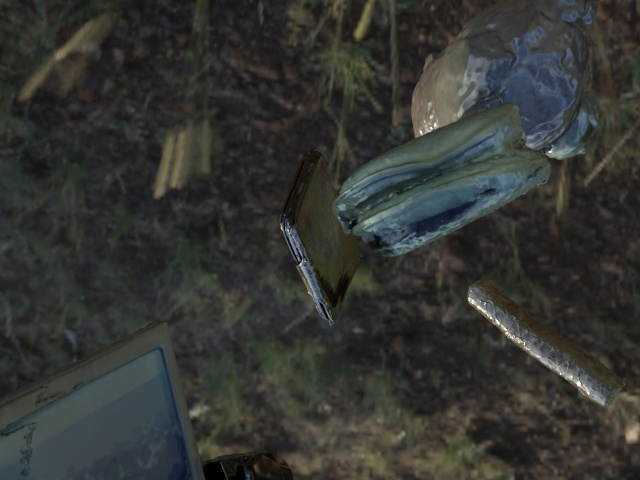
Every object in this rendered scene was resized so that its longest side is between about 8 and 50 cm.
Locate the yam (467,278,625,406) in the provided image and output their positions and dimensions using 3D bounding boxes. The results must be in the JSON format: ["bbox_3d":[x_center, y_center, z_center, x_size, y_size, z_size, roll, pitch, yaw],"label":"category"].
[{"bbox_3d":[0.361,0.163,1.906,0.299,0.066,0.066,39,150,25],"label":"yam"}]

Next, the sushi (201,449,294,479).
[{"bbox_3d":[-0.072,0.216,1.049,0.083,0.056,0.084,-27,153,31],"label":"sushi"}]

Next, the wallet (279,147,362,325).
[{"bbox_3d":[0.000,0.000,1.461,0.031,0.122,0.232,10,149,22],"label":"wallet"}]

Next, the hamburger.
[{"bbox_3d":[0.077,-0.035,0.749,0.140,0.062,0.133,-27,177,0],"label":"hamburger"}]

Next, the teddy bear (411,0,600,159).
[{"bbox_3d":[0.171,-0.136,1.071,0.151,0.236,0.267,35,174,-8],"label":"teddy bear"}]

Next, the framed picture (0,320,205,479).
[{"bbox_3d":[-0.155,0.209,0.837,0.022,0.335,0.247,-12,94,17],"label":"framed picture"}]
